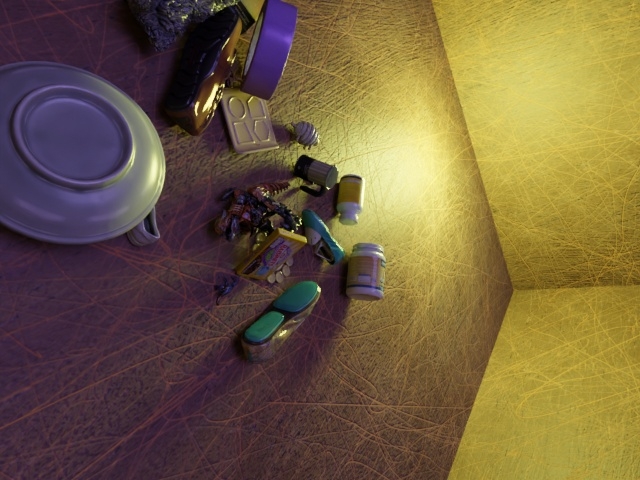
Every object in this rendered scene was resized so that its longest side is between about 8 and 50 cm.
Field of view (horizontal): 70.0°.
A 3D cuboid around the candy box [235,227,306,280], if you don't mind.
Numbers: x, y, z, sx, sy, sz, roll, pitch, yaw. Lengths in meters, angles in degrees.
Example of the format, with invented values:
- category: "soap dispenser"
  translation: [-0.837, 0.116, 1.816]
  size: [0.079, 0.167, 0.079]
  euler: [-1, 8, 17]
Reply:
- category: "candy box"
  translation: [-0.143, 0.044, 1.316]
  size: [0.105, 0.206, 0.027]
  euler: [17, 43, -42]

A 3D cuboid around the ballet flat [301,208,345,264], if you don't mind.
- category: "ballet flat"
  translation: [0.000, 0.000, 1.612]
  size: [0.247, 0.083, 0.087]
  euler: [50, 62, -31]

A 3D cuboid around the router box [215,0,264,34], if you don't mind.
- category: "router box"
  translation: [-0.290, -0.812, 1.386]
  size: [0.309, 0.080, 0.243]
  euler: [51, 47, -33]

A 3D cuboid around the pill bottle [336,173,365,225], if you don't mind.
- category: "pill bottle"
  translation: [0.116, -0.156, 1.766]
  size: [0.103, 0.103, 0.184]
  euler: [29, 62, -46]

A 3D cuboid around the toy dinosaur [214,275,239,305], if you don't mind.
- category: "toy dinosaur"
  translation: [-0.264, 0.130, 1.298]
  size: [0.082, 0.047, 0.090]
  euler: [-6, 121, -61]

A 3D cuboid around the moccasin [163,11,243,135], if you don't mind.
- category: "moccasin"
  translation: [-0.301, -0.467, 1.265]
  size: [0.147, 0.139, 0.381]
  euler: [60, 37, -64]

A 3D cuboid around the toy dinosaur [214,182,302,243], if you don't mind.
- category: "toy dinosaur"
  translation: [-0.172, -0.091, 1.356]
  size: [0.218, 0.164, 0.322]
  euler: [46, 64, -7]

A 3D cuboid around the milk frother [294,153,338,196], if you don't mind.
- category: "milk frother"
  translation: [0.000, -0.232, 1.605]
  size: [0.143, 0.134, 0.129]
  euler: [-37, 143, -46]

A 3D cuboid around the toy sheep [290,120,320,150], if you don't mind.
- category: "toy sheep"
  translation: [-0.055, -0.374, 1.607]
  size: [0.132, 0.091, 0.091]
  euler: [30, 60, -39]

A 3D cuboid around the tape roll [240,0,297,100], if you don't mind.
- category: "tape roll"
  translation: [-0.157, -0.562, 1.348]
  size: [0.090, 0.275, 0.275]
  euler: [14, 70, -19]

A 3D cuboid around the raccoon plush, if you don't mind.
- category: "raccoon plush"
  translation: [-0.269, -0.646, 1.128]
  size: [0.216, 0.445, 0.299]
  euler: [58, 29, -46]

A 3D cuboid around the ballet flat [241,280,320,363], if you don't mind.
- category: "ballet flat"
  translation: [-0.116, 0.250, 1.403]
  size: [0.348, 0.123, 0.123]
  euler: [-40, 114, -48]

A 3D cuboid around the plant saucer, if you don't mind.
- category: "plant saucer"
  translation: [-0.498, -0.195, 0.919]
  size: [0.400, 0.100, 0.401]
  euler: [14, 66, -35]

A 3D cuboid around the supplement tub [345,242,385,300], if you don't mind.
- category: "supplement tub"
  translation: [0.176, 0.122, 1.756]
  size: [0.144, 0.144, 0.200]
  euler: [27, 63, -47]

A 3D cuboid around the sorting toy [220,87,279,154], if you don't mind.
- category: "sorting toy"
  translation: [-0.228, -0.375, 1.427]
  size: [0.193, 0.038, 0.209]
  euler: [-25, 99, -51]

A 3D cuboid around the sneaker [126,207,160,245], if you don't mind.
- category: "sneaker"
  translation: [-0.430, -0.092, 1.064]
  size: [0.080, 0.094, 0.212]
  euler: [-38, 113, -47]

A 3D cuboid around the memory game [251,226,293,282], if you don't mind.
- category: "memory game"
  translation: [-0.151, 0.046, 1.461]
  size: [0.186, 0.012, 0.186]
  euler: [14, 72, -50]
